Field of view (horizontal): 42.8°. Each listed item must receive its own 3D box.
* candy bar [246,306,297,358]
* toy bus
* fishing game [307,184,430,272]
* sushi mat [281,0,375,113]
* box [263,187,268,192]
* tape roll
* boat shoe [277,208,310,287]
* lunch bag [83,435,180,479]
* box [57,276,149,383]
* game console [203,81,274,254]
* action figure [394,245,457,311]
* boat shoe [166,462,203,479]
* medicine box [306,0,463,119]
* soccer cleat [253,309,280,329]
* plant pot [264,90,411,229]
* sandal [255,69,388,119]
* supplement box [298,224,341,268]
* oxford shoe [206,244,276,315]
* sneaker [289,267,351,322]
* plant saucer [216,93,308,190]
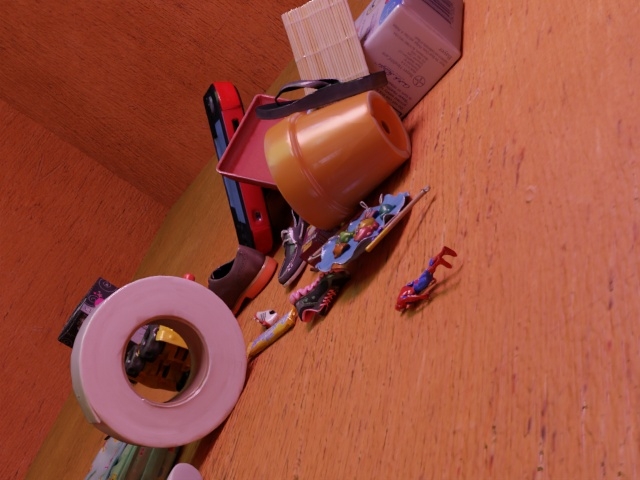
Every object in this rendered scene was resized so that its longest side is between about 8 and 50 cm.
[{"bbox_3d":[-0.086,0.162,1.411,0.161,0.018,0.040,-42,21,44],"label":"candy bar"},{"bbox_3d":[-0.295,0.184,1.675,0.220,0.149,0.212,-42,35,46],"label":"toy bus"},{"bbox_3d":[0.055,-0.020,1.245,0.189,0.041,0.264,-43,9,-13],"label":"fishing game"},{"bbox_3d":[0.028,-0.284,1.482,0.151,0.317,0.019,-17,0,37],"label":"sushi mat"},{"bbox_3d":[-0.145,-0.178,2.122,0.147,0.077,0.180,-54,3,7],"label":"box"},{"bbox_3d":[-0.273,0.207,1.384,0.100,0.286,0.286,-24,34,62],"label":"tape roll"},{"bbox_3d":[-0.052,0.001,1.551,0.075,0.065,0.206,-40,22,45],"label":"boat shoe"},{"bbox_3d":[-0.359,0.442,1.491,0.224,0.107,0.279,-44,19,37],"label":"lunch bag"},{"bbox_3d":[-0.552,0.244,2.227,0.163,0.247,0.142,-45,20,35],"label":"box"},{"bbox_3d":[-0.199,-0.159,1.869,0.060,0.387,0.342,-15,7,-15],"label":"game console"},{"bbox_3d":[0.122,0.053,0.981,0.115,0.030,0.038,-48,11,43],"label":"action figure"},{"bbox_3d":[-0.226,0.422,1.201,0.070,0.077,0.219,-50,8,19],"label":"boat shoe"},{"bbox_3d":[0.129,-0.356,1.586,0.289,0.149,0.264,-45,18,34],"label":"medicine box"},{"bbox_3d":[-0.096,0.139,1.475,0.036,0.029,0.083,-49,17,-9],"label":"soccer cleat"},{"bbox_3d":[0.041,-0.150,1.374,0.188,0.205,0.205,-30,26,26],"label":"plant pot"},{"bbox_3d":[-0.001,-0.266,1.438,0.254,0.055,0.097,-12,13,27],"label":"sandal"},{"bbox_3d":[0.000,0.000,1.436,0.055,0.043,0.083,-43,20,36],"label":"supplement box"},{"bbox_3d":[-0.205,0.107,1.732,0.271,0.098,0.097,-48,17,28],"label":"oxford shoe"},{"bbox_3d":[0.005,0.087,1.262,0.119,0.047,0.057,-38,54,31],"label":"sneaker"},{"bbox_3d":[-0.049,-0.183,1.665,0.048,0.259,0.258,93,-167,-48],"label":"plant saucer"}]
